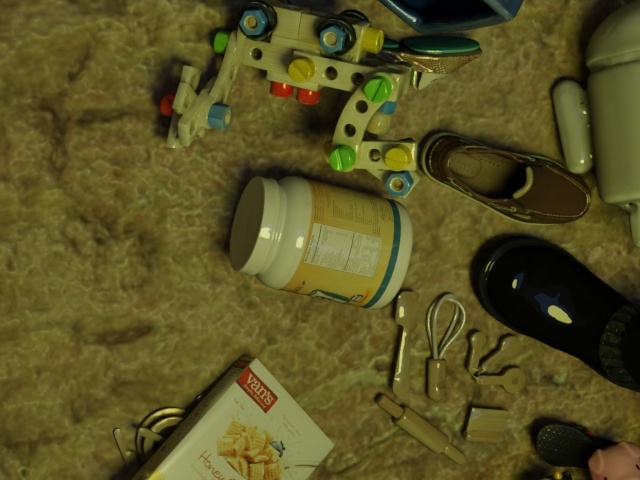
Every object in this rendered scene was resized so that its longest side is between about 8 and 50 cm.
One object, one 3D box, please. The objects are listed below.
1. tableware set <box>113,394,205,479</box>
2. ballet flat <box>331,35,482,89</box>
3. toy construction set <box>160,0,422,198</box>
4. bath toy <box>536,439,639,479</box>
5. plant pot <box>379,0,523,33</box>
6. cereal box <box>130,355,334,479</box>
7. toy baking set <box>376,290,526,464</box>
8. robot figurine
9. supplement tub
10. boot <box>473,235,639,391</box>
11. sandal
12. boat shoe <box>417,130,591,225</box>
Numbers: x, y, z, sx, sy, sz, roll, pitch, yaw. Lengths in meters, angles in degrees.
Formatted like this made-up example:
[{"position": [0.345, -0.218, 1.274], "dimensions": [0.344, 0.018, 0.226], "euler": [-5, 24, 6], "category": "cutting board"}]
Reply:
[{"position": [-0.175, 0.310, 1.772], "dimensions": [0.128, 0.039, 0.194], "euler": [-21, 106, -13], "category": "tableware set"}, {"position": [0.104, -0.227, 1.752], "dimensions": [0.206, 0.073, 0.067], "euler": [0, 114, -11], "category": "ballet flat"}, {"position": [-0.026, -0.177, 1.662], "dimensions": [0.328, 0.151, 0.215], "euler": [9, 112, 2], "category": "toy construction set"}, {"position": [0.395, 0.336, 1.892], "dimensions": [0.348, 0.151, 0.129], "euler": [-22, 90, -4], "category": "bath toy"}, {"position": [0.145, -0.403, 1.644], "dimensions": [0.236, 0.236, 0.212], "euler": [36, 81, -21], "category": "plant pot"}, {"position": [-0.115, 0.291, 1.755], "dimensions": [0.240, 0.047, 0.173], "euler": [-48, 112, -20], "category": "cereal box"}, {"position": [0.170, 0.184, 1.871], "dimensions": [0.256, 0.030, 0.196], "euler": [34, 86, -21], "category": "toy baking set"}, {"position": [0.452, -0.166, 1.784], "dimensions": [0.300, 0.200, 0.353], "euler": [-5, 88, 22], "category": "robot figurine"}, {"position": [0.000, 0.000, 1.714], "dimensions": [0.200, 0.144, 0.144], "euler": [13, 96, -20], "category": "supplement tub"}, {"position": [0.390, 0.118, 1.803], "dimensions": [0.348, 0.260, 0.131], "euler": [28, 91, -21], "category": "boot"}, {"position": [0.365, 0.292, 1.950], "dimensions": [0.179, 0.040, 0.067], "euler": [21, 114, -34], "category": "sandal"}, {"position": [0.256, -0.072, 1.810], "dimensions": [0.258, 0.095, 0.095], "euler": [13, 96, -20], "category": "boat shoe"}]
